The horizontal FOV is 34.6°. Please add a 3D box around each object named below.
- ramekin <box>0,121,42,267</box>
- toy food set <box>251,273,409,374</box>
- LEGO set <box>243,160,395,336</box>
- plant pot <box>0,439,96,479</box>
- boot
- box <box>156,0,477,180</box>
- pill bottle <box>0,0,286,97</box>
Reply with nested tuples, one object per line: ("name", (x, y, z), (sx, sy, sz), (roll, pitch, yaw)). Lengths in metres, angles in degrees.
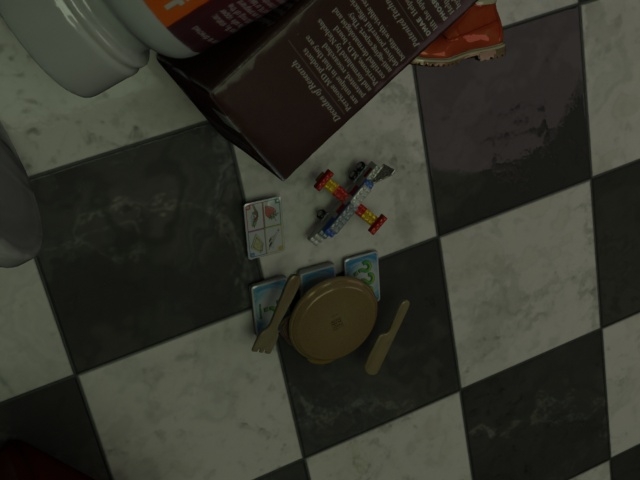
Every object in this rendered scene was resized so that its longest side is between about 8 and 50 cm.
("ramekin", (-0.377, -0.076, 0.936), (0.127, 0.273, 0.273), (-27, 120, 1))
("toy food set", (0.011, 0.100, 1.306), (0.192, 0.038, 0.132), (16, 109, -32))
("LEGO set", (0.000, 0.000, 1.259), (0.182, 0.060, 0.244), (-14, 119, -20))
("plant pot", (-0.314, 0.382, 1.156), (0.267, 0.236, 0.267), (39, 91, -32))
("boot", (0.153, -0.254, 1.237), (0.158, 0.059, 0.085), (-17, 113, -28))
("box", (0.027, -0.257, 1.093), (0.381, 0.191, 0.143), (-41, 122, -5))
("pill bottle", (-0.101, -0.307, 0.938), (0.392, 0.224, 0.224), (-29, 122, 11))
